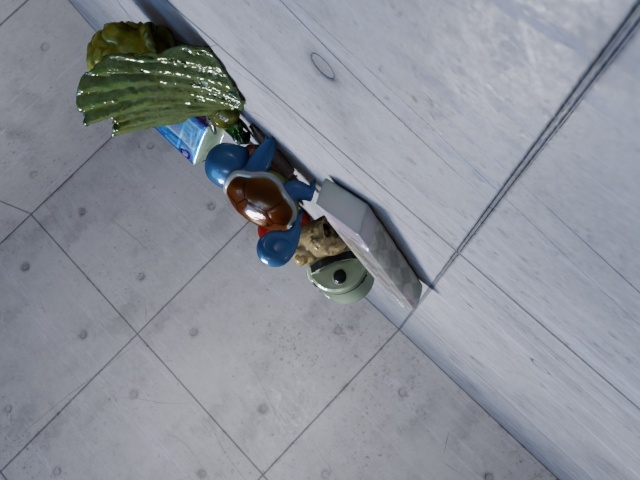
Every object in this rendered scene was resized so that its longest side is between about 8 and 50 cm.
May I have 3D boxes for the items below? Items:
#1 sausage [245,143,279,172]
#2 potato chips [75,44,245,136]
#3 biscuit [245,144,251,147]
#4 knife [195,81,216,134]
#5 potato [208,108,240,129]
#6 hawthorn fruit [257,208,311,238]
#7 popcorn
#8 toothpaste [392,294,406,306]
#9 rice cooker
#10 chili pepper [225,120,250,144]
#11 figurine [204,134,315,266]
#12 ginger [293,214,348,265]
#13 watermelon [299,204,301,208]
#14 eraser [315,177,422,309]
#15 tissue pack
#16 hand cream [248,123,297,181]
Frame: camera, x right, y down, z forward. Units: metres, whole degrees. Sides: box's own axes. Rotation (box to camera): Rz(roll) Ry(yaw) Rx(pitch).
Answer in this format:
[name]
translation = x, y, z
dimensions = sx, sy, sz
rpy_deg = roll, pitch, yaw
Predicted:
[sausage]
translation = -0.186, -0.216, 1.721
dimensions = 0.254, 0.148, 0.148
rpy_deg = 46, 175, -10
[potato chips]
translation = -0.395, -0.359, 1.307
dimensions = 0.373, 0.389, 0.097
rpy_deg = 63, -165, -82
[biscuit]
translation = -0.216, -0.271, 1.915
dimensions = 0.220, 0.066, 0.220
rpy_deg = 45, 172, 8
[knife]
translation = -0.366, -0.436, 1.618
dimensions = 0.035, 0.018, 0.247
rpy_deg = 34, 152, 30
[potato]
translation = -0.297, -0.381, 1.542
dimensions = 0.105, 0.085, 0.188
rpy_deg = 45, 171, -28
[hawthorn fruit]
translation = -0.156, -0.048, 2.268
dimensions = 0.254, 0.254, 0.300
rpy_deg = 44, 172, 2
[popcorn]
translation = -0.487, -0.481, 1.387
dimensions = 0.270, 0.224, 0.258
rpy_deg = -1, -165, -20
[toothpaste]
translation = 0.279, 0.192, 1.980
dimensions = 0.190, 0.031, 0.048
rpy_deg = 49, 177, -26
[rice cooker]
translation = 0.073, 0.102, 1.821
dimensions = 0.226, 0.226, 0.244
rpy_deg = 42, 177, 24
[chili pepper]
translation = -0.309, -0.391, 1.692
dimensions = 0.216, 0.062, 0.108
rpy_deg = 44, 176, 20
[figurine]
translation = -0.160, -0.127, 1.522
dimensions = 0.416, 0.243, 0.298
rpy_deg = 56, 161, 13
[ginger]
translation = 0.000, 0.000, 1.657
dimensions = 0.130, 0.221, 0.275
rpy_deg = 54, -178, -7
[watermelon]
translation = -0.186, -0.171, 2.084
dimensions = 0.207, 0.202, 0.136
rpy_deg = 40, 135, 16
[eraser]
translation = 0.136, 0.017, 1.339
dimensions = 0.213, 0.082, 0.397
rpy_deg = 39, 173, 44
[tissue pack]
translation = -0.478, -0.439, 1.836
dimensions = 0.263, 0.146, 0.198
rpy_deg = 42, 134, 7
[hand cream]
translation = -0.146, -0.266, 1.546
dimensions = 0.209, 0.043, 0.067
rpy_deg = 50, 174, -12
